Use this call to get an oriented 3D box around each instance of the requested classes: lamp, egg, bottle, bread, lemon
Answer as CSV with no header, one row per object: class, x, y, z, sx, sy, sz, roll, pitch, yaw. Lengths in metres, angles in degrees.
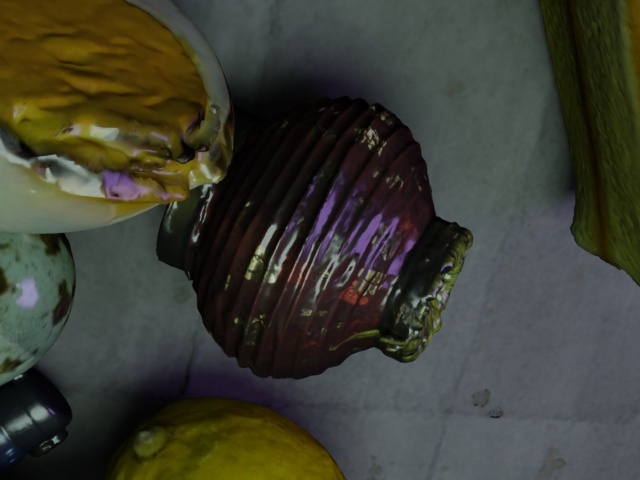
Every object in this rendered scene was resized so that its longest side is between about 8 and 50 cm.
lamp,0.000,0.000,1.483,0.247,0.247,0.247,-7,121,-12
egg,-0.302,0.043,1.461,0.231,0.169,0.169,-21,123,5
bottle,-0.324,0.194,1.597,0.244,0.072,0.082,-34,101,5
bread,0.308,-0.140,1.493,0.245,0.233,0.361,-19,126,-6
lemon,-0.075,0.260,1.617,0.233,0.233,0.288,-28,125,1
egg,-0.213,-0.094,1.372,0.286,0.264,0.174,16,130,-16
